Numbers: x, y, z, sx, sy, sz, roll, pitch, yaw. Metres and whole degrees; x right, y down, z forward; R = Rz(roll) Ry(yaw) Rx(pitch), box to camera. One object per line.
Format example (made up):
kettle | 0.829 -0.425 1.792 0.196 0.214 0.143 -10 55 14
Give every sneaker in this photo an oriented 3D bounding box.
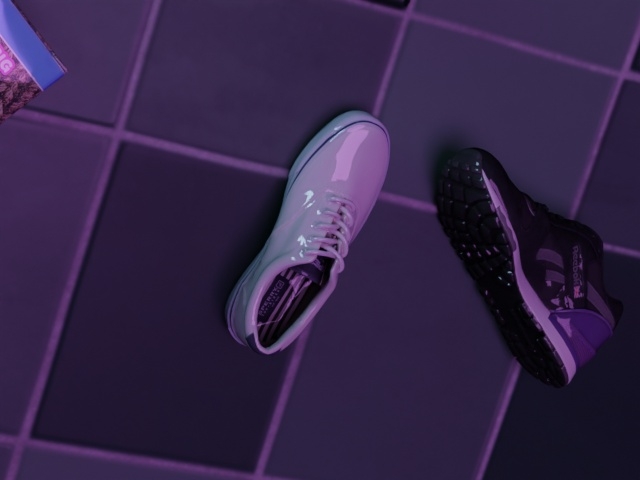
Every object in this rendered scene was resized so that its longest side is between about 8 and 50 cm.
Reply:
sneaker | 0.000 0.000 1.905 0.094 0.091 0.258 23 99 -26
sneaker | 0.217 0.004 2.003 0.124 0.107 0.283 -40 122 -21

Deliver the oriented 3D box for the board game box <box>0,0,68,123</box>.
board game box | -0.406 -0.158 1.663 0.291 0.141 0.232 -38 117 -5
